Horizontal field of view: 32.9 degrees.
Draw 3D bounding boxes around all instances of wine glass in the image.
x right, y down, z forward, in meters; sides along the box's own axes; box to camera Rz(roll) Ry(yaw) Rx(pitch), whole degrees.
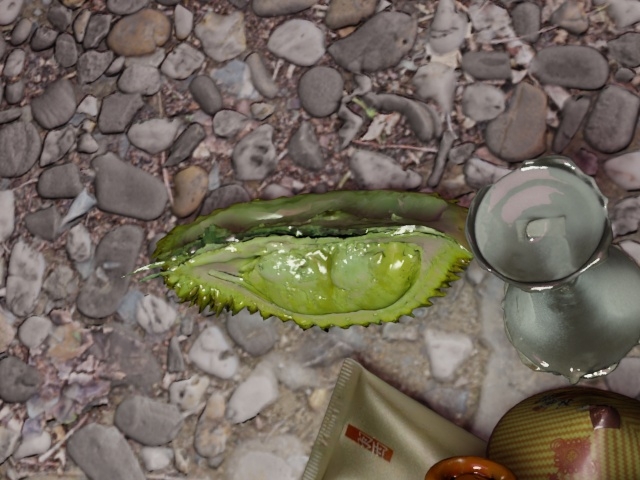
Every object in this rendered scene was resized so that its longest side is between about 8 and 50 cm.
[{"bbox_3d":[0.214,0.025,0.974,0.156,0.232,0.156,-8,66,18],"label":"wine glass"}]

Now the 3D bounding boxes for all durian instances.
[{"bbox_3d":[0.000,0.000,1.097,0.352,0.169,0.158,-3,69,21],"label":"durian"}]

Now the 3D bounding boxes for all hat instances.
[{"bbox_3d":[0.243,0.174,0.939,0.193,0.082,0.193,0,38,0],"label":"hat"}]

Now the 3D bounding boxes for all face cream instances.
[{"bbox_3d":[0.138,0.237,1.008,0.341,0.084,0.137,22,97,31],"label":"face cream"}]

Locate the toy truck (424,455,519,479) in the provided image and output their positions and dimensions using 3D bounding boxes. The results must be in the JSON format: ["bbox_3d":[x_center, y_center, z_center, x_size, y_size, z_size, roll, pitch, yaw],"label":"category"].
[{"bbox_3d":[0.168,0.305,0.808,0.288,0.211,0.204,8,111,17],"label":"toy truck"}]
